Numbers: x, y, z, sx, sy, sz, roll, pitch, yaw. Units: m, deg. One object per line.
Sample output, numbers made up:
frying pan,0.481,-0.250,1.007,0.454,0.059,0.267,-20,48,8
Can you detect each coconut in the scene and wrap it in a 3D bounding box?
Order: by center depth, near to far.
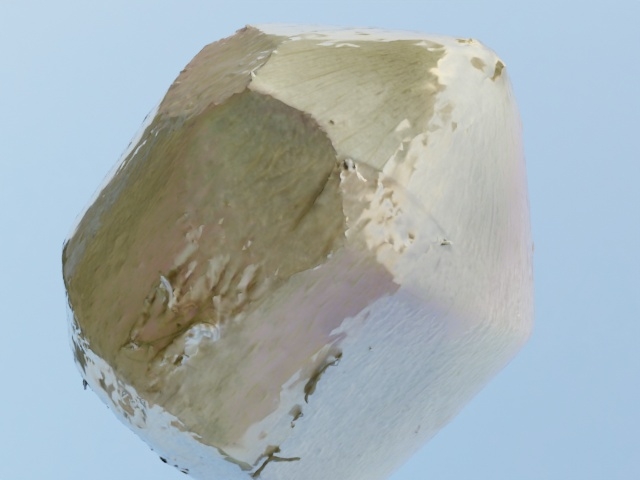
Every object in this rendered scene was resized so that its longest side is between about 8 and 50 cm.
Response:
coconut,0.000,0.000,0.636,0.183,0.171,0.171,-50,-140,21
